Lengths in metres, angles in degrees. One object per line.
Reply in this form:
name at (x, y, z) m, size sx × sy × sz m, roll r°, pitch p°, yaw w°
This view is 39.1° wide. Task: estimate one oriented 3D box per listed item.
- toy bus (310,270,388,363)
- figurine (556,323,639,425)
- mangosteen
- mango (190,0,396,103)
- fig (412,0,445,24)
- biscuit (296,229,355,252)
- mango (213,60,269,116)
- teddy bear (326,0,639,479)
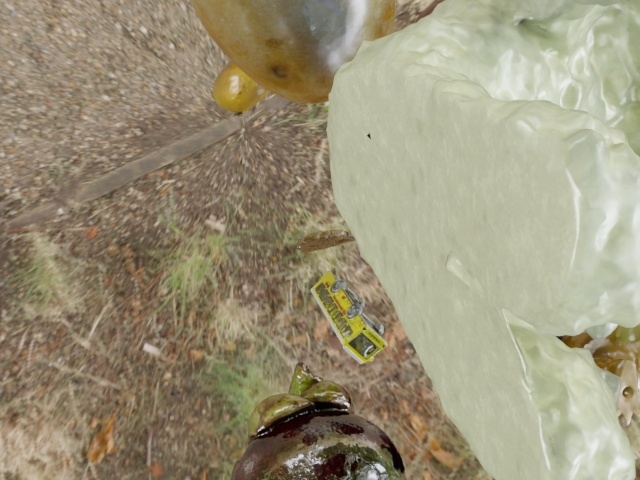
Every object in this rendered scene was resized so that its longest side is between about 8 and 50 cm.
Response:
toy bus at (0.051, 0.138, 1.715) m, size 0.074 × 0.226 × 0.081 m, roll -42°, pitch 121°, yaw 5°
figurine at (0.379, 0.164, 1.289) m, size 0.401 × 0.387 × 0.268 m, roll -27°, pitch 88°, yaw -22°
mangosteen at (-0.011, 0.240, 0.952) m, size 0.194 × 0.194 × 0.230 m, roll -21°, pitch 63°, yaw -2°
mango at (-0.046, -0.313, 0.927) m, size 0.221 × 0.199 × 0.384 m, roll -33°, pitch 131°, yaw -3°
fig at (0.204, -0.200, 1.130) m, size 0.263 × 0.224 × 0.224 m, roll -39°, pitch 98°, yaw -6°
biscuit at (0.000, 0.000, 1.719) m, size 0.119 × 0.130 × 0.019 m, roll 0°, pitch 75°, yaw -35°
mango at (-0.110, -0.226, 1.273) m, size 0.066 × 0.187 × 0.101 m, roll 40°, pitch 79°, yaw -16°
teddy bear at (0.200, -0.068, 0.564) m, size 0.362 × 0.375 × 0.327 m, roll -15°, pitch 124°, yaw -16°
